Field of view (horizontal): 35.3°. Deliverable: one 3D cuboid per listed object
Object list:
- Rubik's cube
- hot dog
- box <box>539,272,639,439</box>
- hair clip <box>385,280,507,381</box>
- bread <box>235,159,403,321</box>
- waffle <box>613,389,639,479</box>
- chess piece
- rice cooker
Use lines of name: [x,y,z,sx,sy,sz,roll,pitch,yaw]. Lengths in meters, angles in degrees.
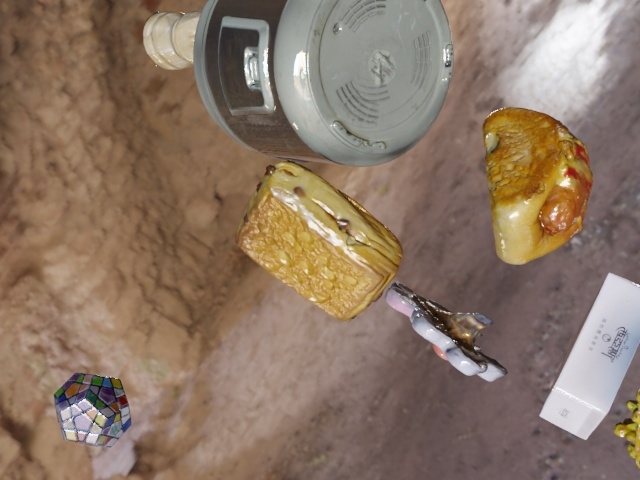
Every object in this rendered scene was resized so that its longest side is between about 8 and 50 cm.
Rubik's cube: [-0.310,0.230,1.367,0.093,0.111,0.111,-12,-3,-19]
hot dog: [0.329,-0.090,1.511,0.153,0.150,0.257,-7,46,11]
box: [0.551,0.232,1.996,0.274,0.116,0.203,-59,-15,-19]
hair clip: [0.164,0.113,1.346,0.075,0.146,0.257,-65,18,2]
bread: [0.000,0.000,1.446,0.099,0.235,0.210,-50,-3,-32]
waffle: [0.598,0.328,1.589,0.069,0.260,0.293,-19,-13,-39]
chess piece: [-0.244,-0.426,2.107,0.300,0.137,0.137,8,61,50]
rice cooker: [-0.008,-0.277,1.502,0.325,0.335,0.335,15,69,52]
